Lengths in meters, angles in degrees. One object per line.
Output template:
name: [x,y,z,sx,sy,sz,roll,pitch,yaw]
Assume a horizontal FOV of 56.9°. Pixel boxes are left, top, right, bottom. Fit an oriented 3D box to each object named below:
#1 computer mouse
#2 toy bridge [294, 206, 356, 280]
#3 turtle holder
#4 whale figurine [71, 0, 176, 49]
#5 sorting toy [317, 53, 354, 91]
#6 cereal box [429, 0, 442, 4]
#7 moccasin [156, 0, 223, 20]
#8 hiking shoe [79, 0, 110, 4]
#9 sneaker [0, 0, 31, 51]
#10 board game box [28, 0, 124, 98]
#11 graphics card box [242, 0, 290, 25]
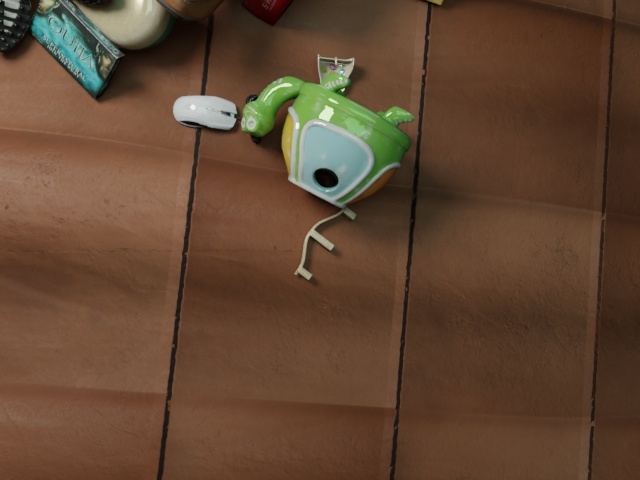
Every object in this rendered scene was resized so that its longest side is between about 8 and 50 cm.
computer mouse: [-0.216,-0.269,1.258,0.193,0.042,0.106,5,86,-12]
toy bridge: [0.000,0.000,1.298,0.063,0.026,0.188,38,80,-5]
turtle holder: [0.015,-0.207,1.204,0.320,0.243,0.227,25,97,-27]
whale figurine: [-0.419,-0.483,1.197,0.272,0.141,0.216,11,102,11]
sorting toy: [0.029,-0.371,1.322,0.083,0.045,0.075,2,93,-13]
cereal box: [0.198,-0.646,1.313,0.240,0.173,0.047,16,51,-12]
moccasin: [-0.196,-0.543,1.143,0.139,0.147,0.380,44,45,-8]
hiking shoe: [-0.468,-0.524,1.087,0.227,0.086,0.114,27,76,2]
sneaker: [-0.623,-0.490,1.165,0.078,0.106,0.234,4,101,-47]
board game box: [-0.486,-0.391,1.170,0.186,0.126,0.026,45,40,-6]
graphics card box: [-0.007,-0.647,1.231,0.094,0.233,0.371,35,79,-14]
